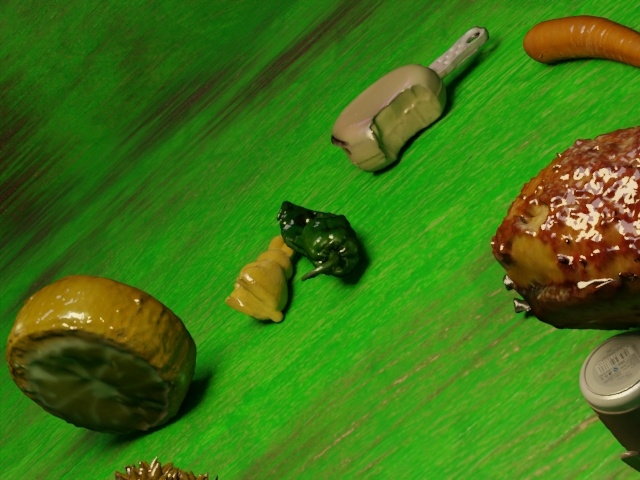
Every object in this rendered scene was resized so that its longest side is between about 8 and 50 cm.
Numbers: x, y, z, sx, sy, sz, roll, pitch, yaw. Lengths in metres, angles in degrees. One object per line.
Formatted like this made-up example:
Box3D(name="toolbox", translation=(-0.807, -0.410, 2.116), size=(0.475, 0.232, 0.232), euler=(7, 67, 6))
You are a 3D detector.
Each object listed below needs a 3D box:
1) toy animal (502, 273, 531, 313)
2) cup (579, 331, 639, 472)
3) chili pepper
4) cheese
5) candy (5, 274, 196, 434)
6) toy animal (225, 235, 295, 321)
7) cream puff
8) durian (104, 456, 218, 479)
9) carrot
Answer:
Box3D(name="toy animal", translation=(0.234, 0.012, 0.977), size=(0.065, 0.047, 0.135), euler=(-15, 36, 38))
Box3D(name="cup", translation=(0.240, 0.133, 0.716), size=(0.074, 0.099, 0.102), euler=(-2, 47, 56))
Box3D(name="chili pepper", translation=(-0.003, -0.005, 1.309), size=(0.257, 0.100, 0.074), euler=(-145, 55, -71))
Box3D(name="cheese", translation=(0.141, -0.222, 1.436), size=(0.286, 0.082, 0.163), euler=(-42, 26, 1))
Box3D(name="candy", translation=(-0.295, 0.158, 1.298), size=(0.260, 0.260, 0.118), euler=(-28, 35, 31))
Box3D(name="toy animal", translation=(-0.066, 0.048, 1.361), size=(0.070, 0.083, 0.159), euler=(-59, 1, 35))
Box3D(name="cream puff", translation=(0.256, -0.006, 0.748), size=(0.240, 0.240, 0.164), euler=(-17, 79, 44))
Box3D(name="durian", translation=(-0.213, 0.337, 1.050), size=(0.249, 0.138, 0.183), euler=(-47, 16, -21))
Box3D(name="carrot", translation=(0.349, -0.251, 1.203), size=(0.066, 0.062, 0.271), euler=(-18, 19, -25))
